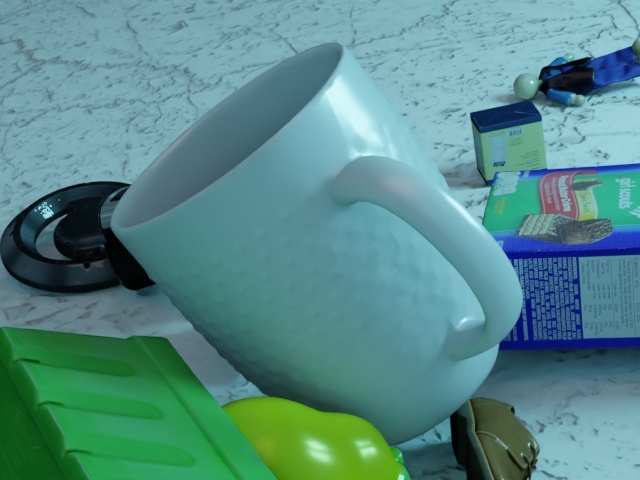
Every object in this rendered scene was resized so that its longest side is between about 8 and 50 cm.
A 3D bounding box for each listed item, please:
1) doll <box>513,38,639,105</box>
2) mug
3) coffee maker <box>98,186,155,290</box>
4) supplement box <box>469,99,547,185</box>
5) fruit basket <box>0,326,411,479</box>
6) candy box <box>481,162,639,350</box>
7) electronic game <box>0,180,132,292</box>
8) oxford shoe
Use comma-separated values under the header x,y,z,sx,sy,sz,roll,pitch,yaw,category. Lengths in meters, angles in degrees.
x,y,z,sx,sy,sz,roll,pitch,yaw,category
0.365,-0.234,2.243,0.189,0.046,0.129,-15,36,5,doll
0.034,0.020,1.467,0.276,0.328,0.374,-47,19,-26,mug
-0.162,0.004,1.878,0.178,0.171,0.120,-14,-6,41,coffee maker
0.241,-0.124,2.034,0.083,0.083,0.056,-12,27,-3,supplement box
-0.114,0.241,1.352,0.392,0.283,0.392,30,8,-4,fruit basket
0.334,0.010,1.682,0.317,0.122,0.268,-2,20,12,candy box
-0.295,-0.006,2.028,0.229,0.048,0.229,-5,35,3,electronic game
0.167,0.203,1.451,0.076,0.076,0.212,-1,27,-2,oxford shoe
